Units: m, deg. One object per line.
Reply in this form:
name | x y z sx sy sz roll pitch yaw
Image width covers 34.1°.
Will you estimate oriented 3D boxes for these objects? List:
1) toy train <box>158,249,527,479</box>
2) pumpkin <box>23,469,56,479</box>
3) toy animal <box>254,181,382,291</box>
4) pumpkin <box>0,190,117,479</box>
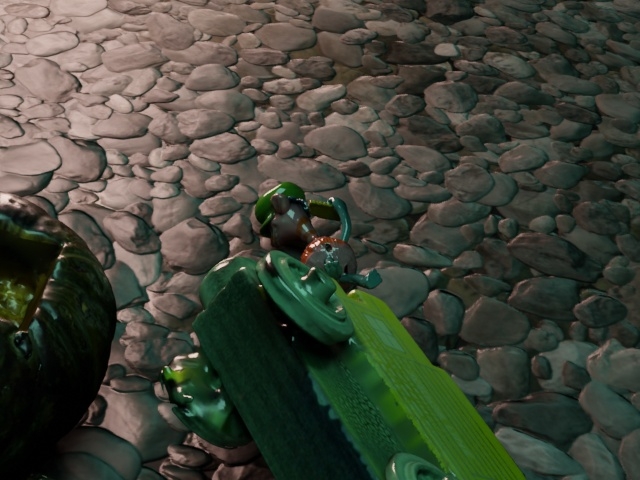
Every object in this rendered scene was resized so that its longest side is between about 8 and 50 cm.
toy train | 0.045 0.189 0.893 0.272 0.179 0.442 27 20 -45
pumpkin | -0.239 0.253 0.927 0.101 0.035 0.073 23 52 11
toy animal | 0.000 0.000 1.231 0.103 0.100 0.208 -41 36 1
pumpkin | -0.343 0.074 0.961 0.320 0.192 0.320 22 34 -16
